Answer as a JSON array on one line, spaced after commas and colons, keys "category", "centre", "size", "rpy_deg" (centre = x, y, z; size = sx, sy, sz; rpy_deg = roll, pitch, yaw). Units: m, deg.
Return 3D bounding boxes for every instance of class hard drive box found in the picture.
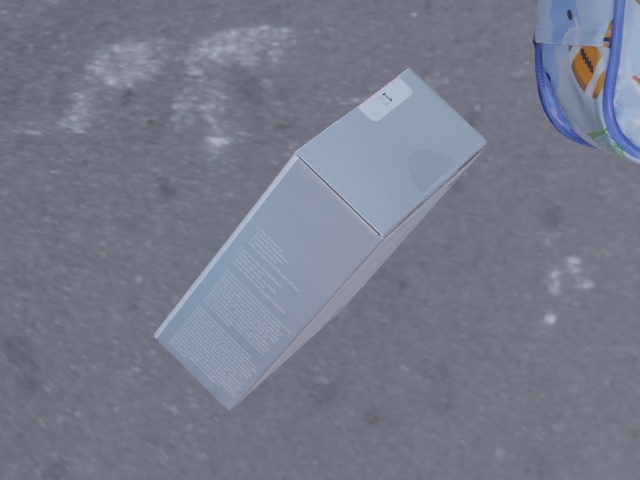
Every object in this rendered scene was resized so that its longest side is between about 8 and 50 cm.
[{"category": "hard drive box", "centre": [0.000, 0.000, 1.158], "size": [0.089, 0.232, 0.181], "rpy_deg": [44, 39, 4]}]

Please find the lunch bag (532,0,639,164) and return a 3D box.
[{"category": "lunch bag", "centre": [0.244, -0.170, 0.786], "size": [0.243, 0.115, 0.304], "rpy_deg": [2, 99, -13]}]
